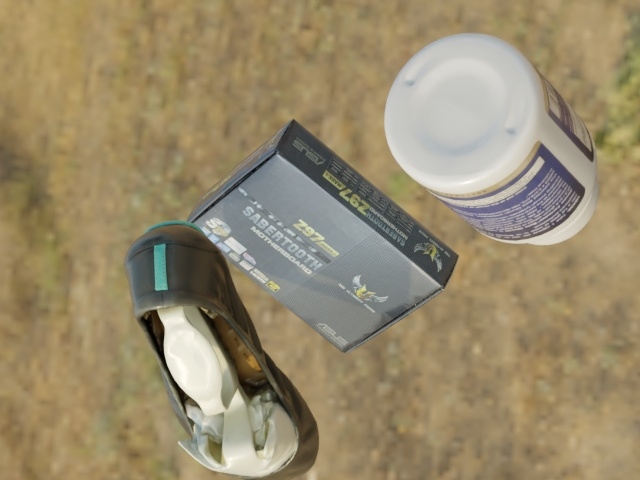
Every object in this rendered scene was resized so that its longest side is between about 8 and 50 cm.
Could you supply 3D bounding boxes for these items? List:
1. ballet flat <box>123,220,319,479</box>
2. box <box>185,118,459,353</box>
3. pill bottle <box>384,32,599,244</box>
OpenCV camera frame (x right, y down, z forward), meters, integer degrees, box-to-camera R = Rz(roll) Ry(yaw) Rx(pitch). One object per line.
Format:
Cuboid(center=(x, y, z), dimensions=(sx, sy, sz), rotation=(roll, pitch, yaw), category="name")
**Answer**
Cuboid(center=(-0.077, 0.112, 1.458), dimensions=(0.095, 0.280, 0.096), rotation=(-18, 39, 12), category="ballet flat")
Cuboid(center=(0.000, 0.000, 2.051), dimensions=(0.183, 0.233, 0.059), rotation=(-36, 20, 46), category="box")
Cuboid(center=(0.110, -0.052, 1.168), dimensions=(0.094, 0.169, 0.094), rotation=(-7, 72, 22), category="pill bottle")
